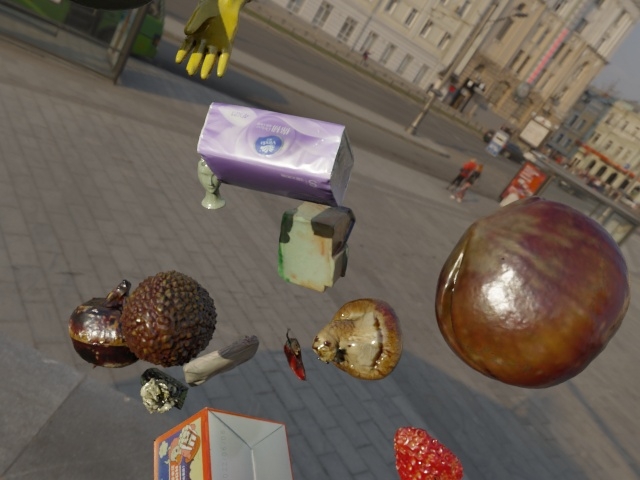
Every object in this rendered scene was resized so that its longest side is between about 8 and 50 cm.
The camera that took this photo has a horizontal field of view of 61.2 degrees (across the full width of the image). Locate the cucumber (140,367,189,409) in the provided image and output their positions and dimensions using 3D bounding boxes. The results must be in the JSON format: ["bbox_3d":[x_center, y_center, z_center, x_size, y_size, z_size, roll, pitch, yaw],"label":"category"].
[{"bbox_3d":[-0.510,0.476,1.755,0.211,0.077,0.062,10,-17,47],"label":"cucumber"}]

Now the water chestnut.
[{"bbox_3d":[-0.679,0.269,1.786,0.300,0.300,0.300,28,21,-12],"label":"water chestnut"}]

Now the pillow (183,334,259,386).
[{"bbox_3d":[-0.315,0.384,1.724,0.270,0.173,0.067,-22,65,-31],"label":"pillow"}]

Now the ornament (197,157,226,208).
[{"bbox_3d":[-0.313,-0.169,1.558,0.075,0.156,0.081,-1,39,-7],"label":"ornament"}]

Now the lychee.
[{"bbox_3d":[-0.368,0.192,1.308,0.236,0.235,0.271,31,-4,-4],"label":"lychee"}]

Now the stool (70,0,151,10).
[{"bbox_3d":[-0.513,-0.747,1.258,0.298,0.329,0.297,-6,-3,0],"label":"stool"}]

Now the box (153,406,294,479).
[{"bbox_3d":[-0.266,0.698,1.513,0.319,0.257,0.348,26,37,-40],"label":"box"}]

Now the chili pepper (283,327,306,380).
[{"bbox_3d":[-0.085,0.378,1.759,0.051,0.267,0.059,1,44,14],"label":"chili pepper"}]

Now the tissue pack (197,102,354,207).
[{"bbox_3d":[-0.104,-0.201,1.324,0.339,0.160,0.242,12,-12,13],"label":"tissue pack"}]

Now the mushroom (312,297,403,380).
[{"bbox_3d":[0.126,0.290,1.633,0.267,0.267,0.254,41,-3,21],"label":"mushroom"}]

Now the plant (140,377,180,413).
[{"bbox_3d":[-0.455,0.448,1.577,0.117,0.122,0.104,-3,79,-46],"label":"plant"}]

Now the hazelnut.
[{"bbox_3d":[0.468,0.117,1.241,0.402,0.429,0.402,42,0,0],"label":"hazelnut"}]

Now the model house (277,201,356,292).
[{"bbox_3d":[0.000,0.000,2.099,0.245,0.312,0.280,13,28,16],"label":"model house"}]

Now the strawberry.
[{"bbox_3d":[0.277,0.628,1.488,0.236,0.190,0.111,56,33,-18],"label":"strawberry"}]

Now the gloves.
[{"bbox_3d":[-0.290,-0.574,1.485,0.133,0.294,0.116,23,-9,-9],"label":"gloves"}]
